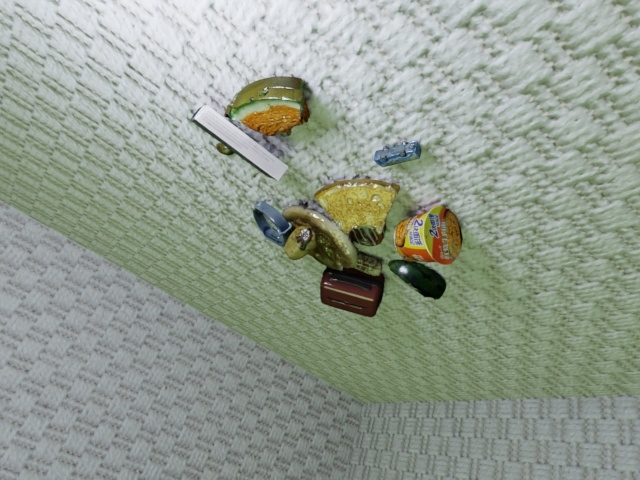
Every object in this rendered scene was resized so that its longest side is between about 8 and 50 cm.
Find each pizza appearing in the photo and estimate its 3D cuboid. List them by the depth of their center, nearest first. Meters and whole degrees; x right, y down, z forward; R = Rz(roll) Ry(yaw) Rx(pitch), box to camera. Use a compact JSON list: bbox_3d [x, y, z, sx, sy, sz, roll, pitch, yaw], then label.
[{"bbox_3d":[0.145,-0.129,1.779,0.324,0.089,0.223,-2,121,22],"label":"pizza"}]

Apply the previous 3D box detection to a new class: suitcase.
[{"bbox_3d":[0.150,0.233,2.287,0.297,0.161,0.236,15,147,11],"label":"suitcase"}]

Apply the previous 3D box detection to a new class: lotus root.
[{"bbox_3d":[-0.079,0.008,1.952,0.110,0.097,0.258,56,149,3],"label":"lotus root"}]

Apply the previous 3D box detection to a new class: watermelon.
[{"bbox_3d":[0.444,0.173,2.115,0.301,0.123,0.129,30,179,-17],"label":"watermelon"}]

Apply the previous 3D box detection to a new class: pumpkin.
[{"bbox_3d":[-0.364,-0.343,1.827,0.083,0.028,0.050,12,150,22],"label":"pumpkin"}]

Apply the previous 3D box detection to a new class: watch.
[{"bbox_3d":[-0.203,-0.067,2.049,0.206,0.068,0.192,28,148,39],"label":"watch"}]

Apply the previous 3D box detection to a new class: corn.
[{"bbox_3d":[0.163,0.094,2.146,0.237,0.079,0.079,18,149,7],"label":"corn"}]

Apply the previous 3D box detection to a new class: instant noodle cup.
[{"bbox_3d":[0.384,-0.009,1.754,0.213,0.213,0.174,38,153,-26],"label":"instant noodle cup"}]

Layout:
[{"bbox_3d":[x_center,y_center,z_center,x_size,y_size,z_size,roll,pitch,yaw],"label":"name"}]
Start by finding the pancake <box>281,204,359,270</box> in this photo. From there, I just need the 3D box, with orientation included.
[{"bbox_3d":[0.001,-0.001,2.027,0.382,0.071,0.382,30,154,16],"label":"pancake"}]

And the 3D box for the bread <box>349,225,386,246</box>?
[{"bbox_3d":[0.181,-0.045,1.923,0.161,0.073,0.160,17,150,10],"label":"bread"}]

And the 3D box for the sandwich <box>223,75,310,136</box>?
[{"bbox_3d":[-0.139,-0.418,1.511,0.212,0.109,0.292,32,153,-34],"label":"sandwich"}]

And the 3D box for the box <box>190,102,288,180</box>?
[{"bbox_3d":[-0.282,-0.336,1.664,0.343,0.065,0.200,35,179,-22],"label":"box"}]

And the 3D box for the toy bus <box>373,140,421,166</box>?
[{"bbox_3d":[0.248,-0.277,1.550,0.153,0.051,0.061,-9,144,39],"label":"toy bus"}]
